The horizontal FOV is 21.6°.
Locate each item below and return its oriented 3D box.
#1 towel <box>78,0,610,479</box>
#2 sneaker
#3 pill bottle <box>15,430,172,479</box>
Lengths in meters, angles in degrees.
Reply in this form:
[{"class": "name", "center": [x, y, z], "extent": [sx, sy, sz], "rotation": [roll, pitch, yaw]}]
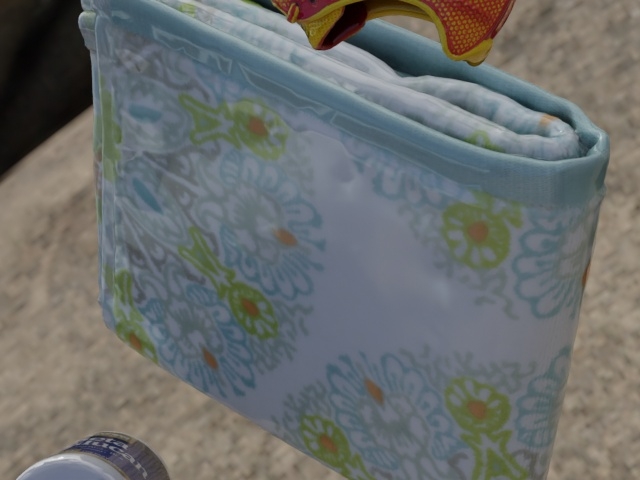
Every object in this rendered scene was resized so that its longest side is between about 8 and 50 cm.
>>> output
[{"class": "towel", "center": [0.000, 0.000, 1.087], "extent": [0.374, 0.320, 0.090], "rotation": [28, 46, 28]}, {"class": "sneaker", "center": [-0.013, -0.110, 0.617], "extent": [0.175, 0.064, 0.067], "rotation": [22, 98, 22]}, {"class": "pill bottle", "center": [-0.152, 0.181, 1.148], "extent": [0.094, 0.094, 0.169], "rotation": [-34, -2, 5]}]
